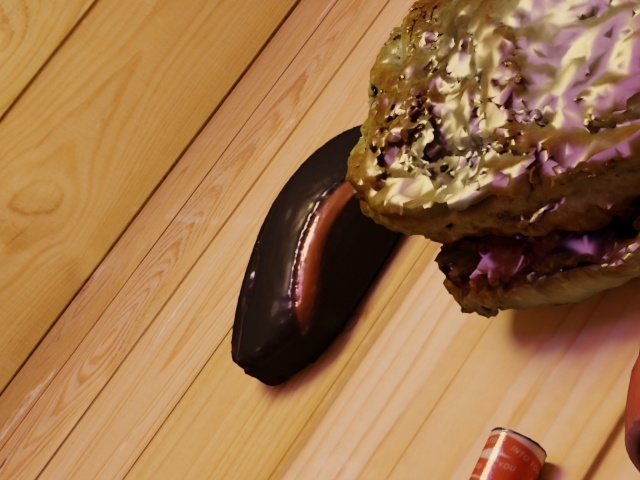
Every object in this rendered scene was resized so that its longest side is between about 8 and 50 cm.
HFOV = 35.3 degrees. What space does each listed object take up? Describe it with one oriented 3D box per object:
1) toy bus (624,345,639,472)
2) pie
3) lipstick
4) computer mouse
[{"bbox_3d":[0.298,-0.003,0.225,0.427,0.203,0.233,-26,26,49],"label":"toy bus"},{"bbox_3d":[0.216,-0.144,0.719,0.418,0.180,0.395,-33,25,30],"label":"pie"},{"bbox_3d":[0.094,0.178,0.601,0.038,0.038,0.131,-17,38,59],"label":"lipstick"},{"bbox_3d":[-0.004,-0.003,1.062,0.323,0.116,0.183,-58,15,-19],"label":"computer mouse"}]
